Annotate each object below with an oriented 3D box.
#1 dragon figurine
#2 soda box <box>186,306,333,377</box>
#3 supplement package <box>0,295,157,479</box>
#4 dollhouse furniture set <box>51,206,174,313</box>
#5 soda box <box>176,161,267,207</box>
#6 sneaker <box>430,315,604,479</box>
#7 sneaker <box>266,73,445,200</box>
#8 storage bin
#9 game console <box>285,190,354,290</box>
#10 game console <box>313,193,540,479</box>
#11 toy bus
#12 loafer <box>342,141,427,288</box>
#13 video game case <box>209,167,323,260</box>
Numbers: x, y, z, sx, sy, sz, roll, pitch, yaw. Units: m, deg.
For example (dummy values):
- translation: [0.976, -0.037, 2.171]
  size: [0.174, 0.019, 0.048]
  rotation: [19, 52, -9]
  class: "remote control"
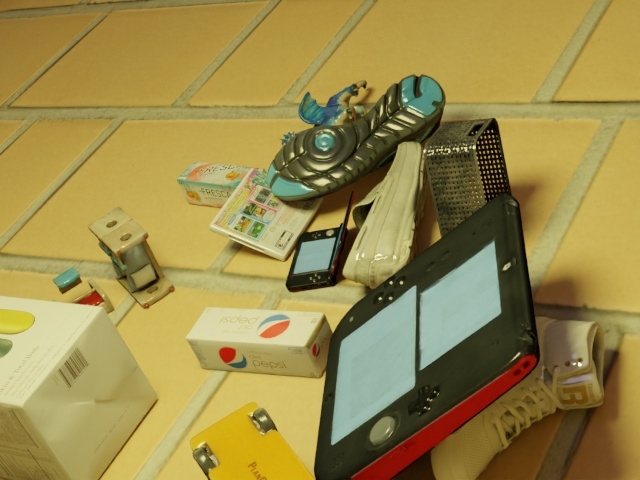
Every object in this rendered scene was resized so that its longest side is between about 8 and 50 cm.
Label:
- translation: [0.010, -0.233, 2.197]
  size: [0.144, 0.085, 0.289]
  rotation: [-10, 37, 18]
  class: "dragon figurine"
- translation: [-0.089, 0.151, 1.745]
  size: [0.216, 0.069, 0.074]
  rotation: [1, 41, 30]
  class: "soda box"
- translation: [-0.429, 0.222, 1.728]
  size: [0.263, 0.198, 0.199]
  rotation: [3, 43, 34]
  class: "supplement package"
- translation: [-0.370, 0.061, 1.976]
  size: [0.184, 0.129, 0.129]
  rotation: [-33, 35, -16]
  class: "dollhouse furniture set"
- translation: [-0.174, -0.099, 2.141]
  size: [0.183, 0.063, 0.058]
  rotation: [8, 45, 37]
  class: "soda box"
- translation: [0.258, 0.193, 1.450]
  size: [0.169, 0.108, 0.292]
  rotation: [0, 39, 35]
  class: "sneaker"
- translation: [0.070, -0.152, 2.026]
  size: [0.341, 0.139, 0.125]
  rotation: [-27, 69, -3]
  class: "sneaker"
- translation: [0.228, -0.084, 1.769]
  size: [0.084, 0.180, 0.122]
  rotation: [-2, 25, 27]
  class: "storage bin"
- translation: [0.000, 0.000, 1.884]
  size: [0.124, 0.085, 0.144]
  rotation: [-9, 36, 20]
  class: "game console"
- translation: [0.131, 0.129, 1.498]
  size: [0.342, 0.060, 0.386]
  rotation: [-44, 19, 26]
  class: "game console"
- translation: [-0.041, 0.336, 1.407]
  size: [0.108, 0.130, 0.333]
  rotation: [-32, 35, -11]
  class: "toy bus"
- translation: [0.107, -0.049, 1.861]
  size: [0.112, 0.112, 0.319]
  rotation: [4, 41, 11]
  class: "loafer"
- translation: [-0.091, -0.047, 2.004]
  size: [0.143, 0.019, 0.157]
  rotation: [22, 52, 13]
  class: "video game case"
